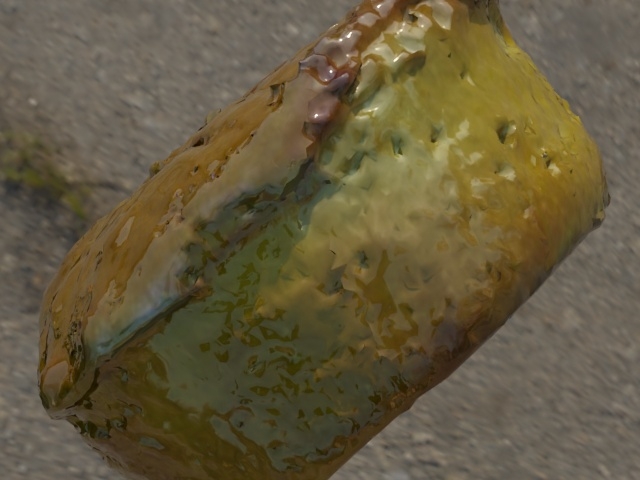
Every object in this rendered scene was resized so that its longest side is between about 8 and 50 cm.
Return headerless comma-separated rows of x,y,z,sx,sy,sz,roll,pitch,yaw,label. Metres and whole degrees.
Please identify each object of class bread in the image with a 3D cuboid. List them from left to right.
0.000,0.000,1.173,0.398,0.398,0.215,-41,92,7,bread
